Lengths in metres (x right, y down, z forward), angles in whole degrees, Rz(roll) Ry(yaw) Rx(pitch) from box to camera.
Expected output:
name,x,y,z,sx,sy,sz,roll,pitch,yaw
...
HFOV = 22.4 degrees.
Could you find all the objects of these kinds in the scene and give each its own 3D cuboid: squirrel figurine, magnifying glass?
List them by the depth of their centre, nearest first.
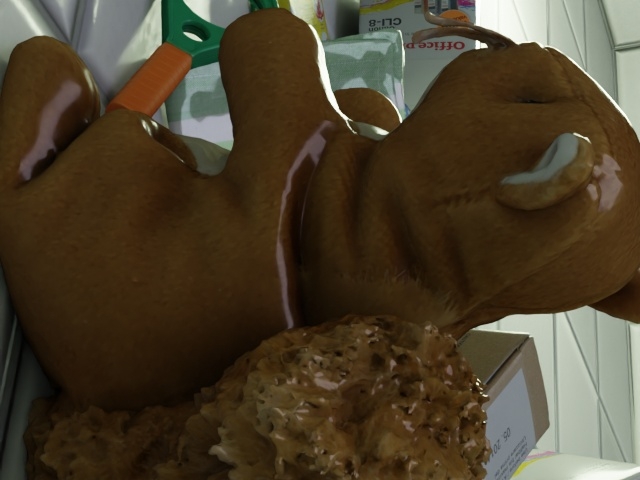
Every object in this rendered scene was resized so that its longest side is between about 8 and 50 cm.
name,x,y,z,sx,sy,sz,roll,pitch,yaw
squirrel figurine,0.015,0.046,0.963,0.281,0.370,0.397,60,28,-50
magnifying glass,-0.099,-0.147,1.205,0.026,0.092,0.231,-59,180,38

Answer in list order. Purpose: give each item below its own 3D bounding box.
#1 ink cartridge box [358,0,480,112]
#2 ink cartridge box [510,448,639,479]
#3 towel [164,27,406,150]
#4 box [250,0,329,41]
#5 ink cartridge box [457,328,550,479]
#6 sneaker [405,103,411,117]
name,x,y,z,sx,sy,sz,roll,pitch,yaw
ink cartridge box,0.109,-0.223,1.746,0.127,0.128,0.176,78,12,-58
ink cartridge box,0.223,0.318,1.545,0.119,0.353,0.207,-15,97,-34
towel,0.000,0.000,1.299,0.248,0.038,0.325,-13,95,-39
box,-0.021,-0.161,1.490,0.105,0.043,0.179,-32,115,-70
ink cartridge box,0.022,0.151,1.131,0.234,0.193,0.088,-42,127,-43
sneaker,0.068,-0.073,1.652,0.237,0.085,0.086,59,18,-50
